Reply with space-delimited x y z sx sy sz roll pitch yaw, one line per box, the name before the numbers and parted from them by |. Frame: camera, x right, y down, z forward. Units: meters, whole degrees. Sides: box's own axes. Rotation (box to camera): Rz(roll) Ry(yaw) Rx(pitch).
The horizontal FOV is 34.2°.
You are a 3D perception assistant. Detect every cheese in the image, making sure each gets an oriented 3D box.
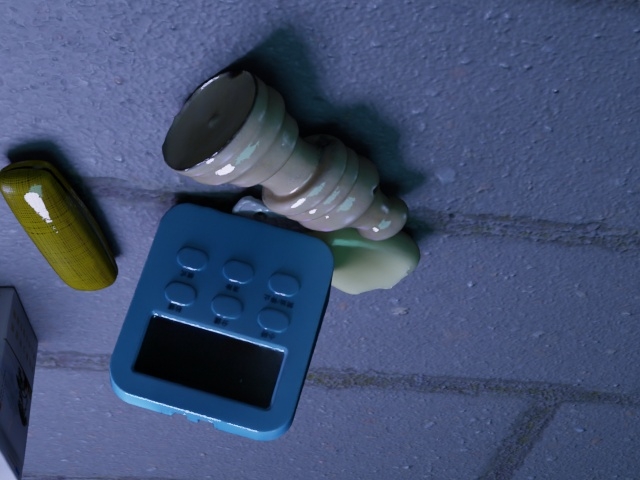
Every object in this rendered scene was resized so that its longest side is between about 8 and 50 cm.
cheese | 0.000 0.000 1.350 0.255 0.050 0.127 22 137 -26

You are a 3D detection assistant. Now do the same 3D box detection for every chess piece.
chess piece | -0.020 -0.073 1.220 0.307 0.124 0.139 29 100 -39

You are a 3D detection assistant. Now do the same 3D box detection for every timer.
timer | -0.117 0.098 1.266 0.231 0.250 0.091 15 150 2

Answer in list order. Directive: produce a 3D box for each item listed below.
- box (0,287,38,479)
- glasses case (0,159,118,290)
box | -0.441 0.200 1.413 0.067 0.233 0.149 -5 141 1
glasses case | -0.320 -0.013 1.296 0.079 0.064 0.234 -5 143 13
